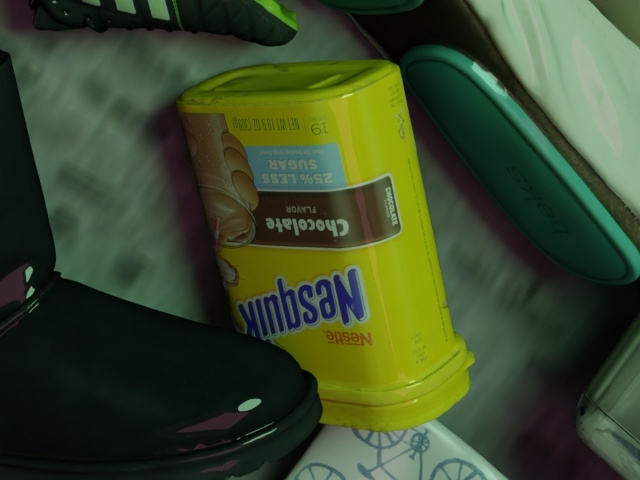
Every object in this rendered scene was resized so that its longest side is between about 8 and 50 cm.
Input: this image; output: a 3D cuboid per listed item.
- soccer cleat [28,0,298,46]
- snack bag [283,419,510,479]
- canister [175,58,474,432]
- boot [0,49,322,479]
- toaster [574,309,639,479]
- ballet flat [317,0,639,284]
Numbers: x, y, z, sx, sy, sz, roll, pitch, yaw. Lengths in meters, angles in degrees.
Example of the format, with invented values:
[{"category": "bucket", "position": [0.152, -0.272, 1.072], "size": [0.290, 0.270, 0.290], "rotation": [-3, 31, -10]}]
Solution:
[{"category": "soccer cleat", "position": [-0.095, -0.125, 0.684], "size": [0.179, 0.060, 0.072], "rotation": [22, 110, -25]}, {"category": "snack bag", "position": [0.045, 0.296, 0.784], "size": [0.323, 0.037, 0.342], "rotation": [40, 99, 7]}, {"category": "canister", "position": [0.000, 0.000, 0.719], "size": [0.073, 0.126, 0.170], "rotation": [-32, 116, -44]}, {"category": "boot", "position": [-0.133, 0.010, 0.669], "size": [0.246, 0.094, 0.207], "rotation": [-4, 112, 12]}, {"category": "toaster", "position": [0.230, 0.074, 0.769], "size": [0.146, 0.129, 0.227], "rotation": [-55, 156, 10]}, {"category": "ballet flat", "position": [0.065, -0.141, 0.702], "size": [0.139, 0.139, 0.400], "rotation": [-46, 117, 1]}]
